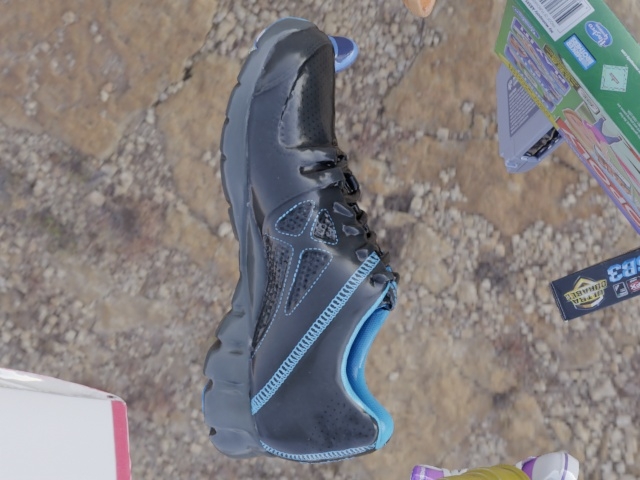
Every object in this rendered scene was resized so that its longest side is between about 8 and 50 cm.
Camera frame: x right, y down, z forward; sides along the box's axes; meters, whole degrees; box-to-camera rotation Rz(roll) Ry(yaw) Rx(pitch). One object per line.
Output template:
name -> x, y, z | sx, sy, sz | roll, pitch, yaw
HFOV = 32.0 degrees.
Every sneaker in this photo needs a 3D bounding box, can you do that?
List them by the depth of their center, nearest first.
sneaker -> 0.000, 0.000, 0.859 | 0.139, 0.125, 0.341 | 2, 90, 20
sneaker -> -0.018, -0.248, 1.442 | 0.144, 0.053, 0.059 | -5, 152, -15
sneaker -> 0.211, 0.346, 1.516 | 0.161, 0.102, 0.282 | 34, 130, -13

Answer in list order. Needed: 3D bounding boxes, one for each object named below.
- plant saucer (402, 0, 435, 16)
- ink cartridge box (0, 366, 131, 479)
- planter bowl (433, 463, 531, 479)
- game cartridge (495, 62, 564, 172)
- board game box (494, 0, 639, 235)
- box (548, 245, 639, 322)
plant saucer -> 0.114, -0.362, 1.299 | 0.037, 0.200, 0.200 | 7, 121, 14
ink cartridge box -> -0.176, 0.202, 0.419 | 0.117, 0.207, 0.283 | 13, 139, -32
planter bowl -> 0.158, 0.355, 1.352 | 0.090, 0.217, 0.217 | 31, 121, -20
game cartridge -> 0.332, -0.239, 1.619 | 0.060, 0.196, 0.294 | 1, 163, -14
board game box -> 0.239, -0.040, 0.774 | 0.046, 0.213, 0.317 | -38, 86, 4
box -> 0.496, 0.041, 1.706 | 0.295, 0.293, 0.073 | -22, 83, 9
